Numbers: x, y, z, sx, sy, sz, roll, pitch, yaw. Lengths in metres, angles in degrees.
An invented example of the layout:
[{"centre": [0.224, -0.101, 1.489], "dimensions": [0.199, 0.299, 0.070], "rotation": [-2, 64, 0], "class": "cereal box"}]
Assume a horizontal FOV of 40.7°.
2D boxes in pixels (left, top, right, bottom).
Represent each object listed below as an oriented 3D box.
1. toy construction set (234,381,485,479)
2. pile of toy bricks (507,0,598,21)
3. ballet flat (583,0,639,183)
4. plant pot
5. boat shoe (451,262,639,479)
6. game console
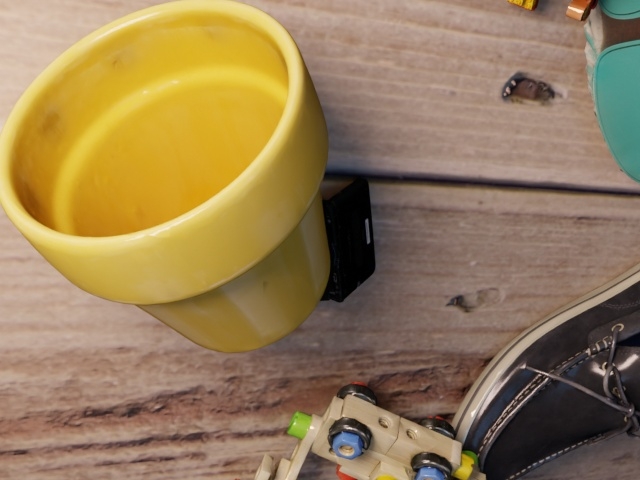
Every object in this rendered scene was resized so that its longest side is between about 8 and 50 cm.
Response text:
[{"centre": [0.058, 0.293, 1.025], "dimensions": [0.328, 0.151, 0.215], "rotation": [15, 129, -17], "class": "toy construction set"}, {"centre": [0.212, -0.275, 0.778], "dimensions": [0.105, 0.118, 0.212], "rotation": [-50, 156, -31], "class": "pile of toy bricks"}, {"centre": [0.349, -0.249, 0.900], "dimensions": [0.147, 0.147, 0.409], "rotation": [-32, 125, -8], "class": "ballet flat"}, {"centre": [-0.099, -0.031, 0.732], "dimensions": [0.254, 0.254, 0.239], "rotation": [-35, 141, -6], "class": "plant pot"}, {"centre": [0.379, 0.173, 1.114], "dimensions": [0.500, 0.156, 0.186], "rotation": [-33, 127, -6], "class": "boat shoe"}, {"centre": [0.000, 0.000, 0.924], "dimensions": [0.107, 0.071, 0.122], "rotation": [-38, 133, -41], "class": "game console"}]
